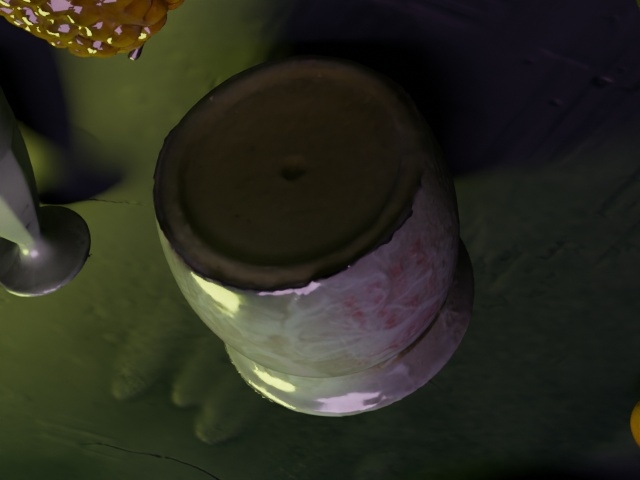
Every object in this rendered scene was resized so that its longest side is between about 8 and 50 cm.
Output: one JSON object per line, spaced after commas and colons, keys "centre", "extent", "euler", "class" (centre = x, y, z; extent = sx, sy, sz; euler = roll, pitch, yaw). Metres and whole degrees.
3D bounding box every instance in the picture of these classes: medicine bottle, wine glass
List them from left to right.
{"centre": [-0.186, -0.033, 0.856], "extent": [0.073, 0.073, 0.155], "euler": [1, 150, 14], "class": "wine glass"}
{"centre": [0.000, 0.000, 0.782], "extent": [0.147, 0.147, 0.143], "euler": [0, 150, 15], "class": "medicine bottle"}

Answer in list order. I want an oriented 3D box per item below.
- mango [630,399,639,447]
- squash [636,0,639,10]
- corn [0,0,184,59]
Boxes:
{"centre": [0.255, 0.133, 1.003], "extent": [0.114, 0.060, 0.080], "euler": [20, 163, -20], "class": "mango"}
{"centre": [0.196, -0.083, 0.663], "extent": [0.080, 0.071, 0.318], "euler": [-17, 139, 35], "class": "squash"}
{"centre": [-0.159, -0.175, 0.597], "extent": [0.101, 0.101, 0.310], "euler": [-18, 136, 37], "class": "corn"}
